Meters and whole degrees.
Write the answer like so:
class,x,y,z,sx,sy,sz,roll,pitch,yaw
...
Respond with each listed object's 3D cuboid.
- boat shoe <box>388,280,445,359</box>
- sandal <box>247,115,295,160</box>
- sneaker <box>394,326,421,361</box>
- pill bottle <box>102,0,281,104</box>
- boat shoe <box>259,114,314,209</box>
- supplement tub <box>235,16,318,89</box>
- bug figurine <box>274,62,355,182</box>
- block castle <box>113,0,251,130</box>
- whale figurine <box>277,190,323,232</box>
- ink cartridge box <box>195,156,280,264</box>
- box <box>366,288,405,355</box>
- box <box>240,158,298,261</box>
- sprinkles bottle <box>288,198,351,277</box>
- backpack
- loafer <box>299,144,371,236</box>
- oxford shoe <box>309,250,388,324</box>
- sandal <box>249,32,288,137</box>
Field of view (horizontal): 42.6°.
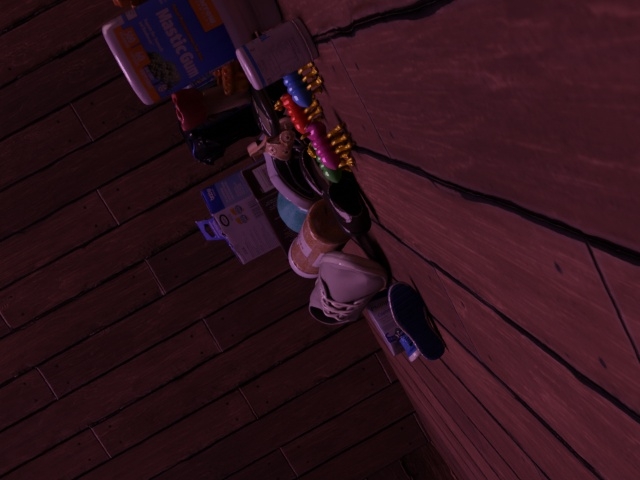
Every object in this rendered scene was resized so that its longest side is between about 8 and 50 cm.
class,x,y,z,sx,sy,sz,roll,pitch,yaw
boat shoe,0.180,0.154,1.622,0.183,0.066,0.066,62,179,-19
sandal,-0.095,-0.223,1.941,0.240,0.088,0.079,-26,86,59
sneaker,0.212,0.237,1.961,0.084,0.058,0.152,52,-177,4
pill bottle,-0.209,-0.353,1.373,0.152,0.272,0.152,61,178,3
boat shoe,-0.064,-0.202,2.036,0.113,0.105,0.306,25,-151,-31
supplement tub,-0.065,-0.278,1.227,0.071,0.107,0.071,60,177,6
bug figurine,-0.017,-0.208,1.437,0.216,0.072,0.279,60,177,6
block castle,-0.307,-0.478,1.637,0.303,0.213,0.453,105,144,-71
whale figurine,-0.051,-0.093,2.201,0.216,0.141,0.272,51,-174,3
ink cartridge box,-0.211,-0.102,2.728,0.151,0.396,0.270,58,176,45
box,0.182,0.212,2.130,0.137,0.072,0.126,59,177,25
box,-0.084,-0.109,2.515,0.143,0.191,0.381,59,176,34
sprinkles bottle,0.000,0.000,2.051,0.121,0.121,0.355,60,164,9
backpack,-0.221,-0.329,1.989,0.276,0.264,0.213,144,103,-81
loafer,0.033,-0.112,1.602,0.220,0.080,0.078,54,166,19
oxford shoe,0.057,0.123,1.984,0.169,0.130,0.449,21,164,-2
sandal,-0.114,-0.349,1.754,0.120,0.086,0.302,85,175,-52
